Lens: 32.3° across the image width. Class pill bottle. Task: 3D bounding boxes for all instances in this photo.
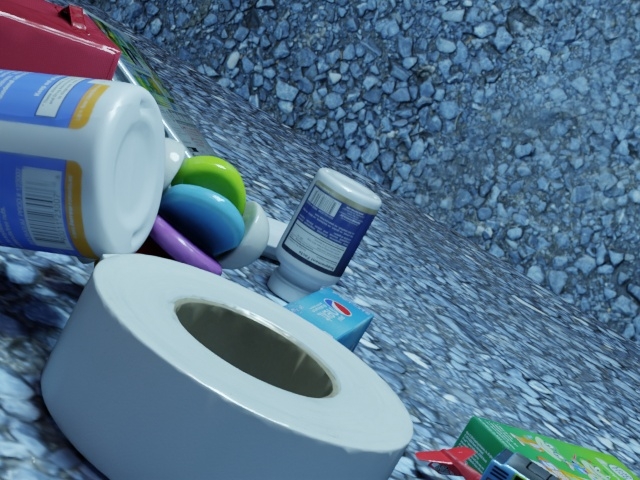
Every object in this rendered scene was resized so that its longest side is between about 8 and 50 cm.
[{"bbox_3d":[0.000,0.000,1.426,0.094,0.169,0.094,28,12,-6],"label":"pill bottle"},{"bbox_3d":[-0.285,-0.072,0.954,0.272,0.152,0.152,8,7,12],"label":"pill bottle"}]

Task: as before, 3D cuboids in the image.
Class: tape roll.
[{"bbox_3d":[-0.073,0.122,0.876,0.286,0.100,0.286,27,11,-6],"label":"tape roll"}]

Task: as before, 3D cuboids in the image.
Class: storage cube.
[{"bbox_3d":[-0.369,-0.185,1.263,0.193,0.215,0.183,14,17,-32],"label":"storage cube"}]

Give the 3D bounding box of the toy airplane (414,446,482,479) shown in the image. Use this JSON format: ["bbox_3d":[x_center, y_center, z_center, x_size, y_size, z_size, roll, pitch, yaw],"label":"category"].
[{"bbox_3d":[0.147,0.227,1.044,0.151,0.028,0.151,5,10,-1],"label":"toy airplane"}]

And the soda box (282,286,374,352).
[{"bbox_3d":[-0.007,0.106,1.184,0.067,0.071,0.210,32,11,11],"label":"soda box"}]

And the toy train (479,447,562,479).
[{"bbox_3d":[0.193,0.256,0.907,0.184,0.105,0.080,32,12,19],"label":"toy train"}]

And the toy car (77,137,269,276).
[{"bbox_3d":[-0.140,0.005,1.048,0.159,0.182,0.136,40,10,-24],"label":"toy car"}]

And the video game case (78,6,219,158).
[{"bbox_3d":[-0.251,-0.204,1.686,0.300,0.036,0.329,54,4,-1],"label":"video game case"}]

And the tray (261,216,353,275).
[{"bbox_3d":[-0.087,-0.006,1.608,0.270,0.030,0.145,20,13,-37],"label":"tray"}]

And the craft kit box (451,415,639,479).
[{"bbox_3d":[0.296,0.291,1.148,0.246,0.061,0.250,24,12,-36],"label":"craft kit box"}]
